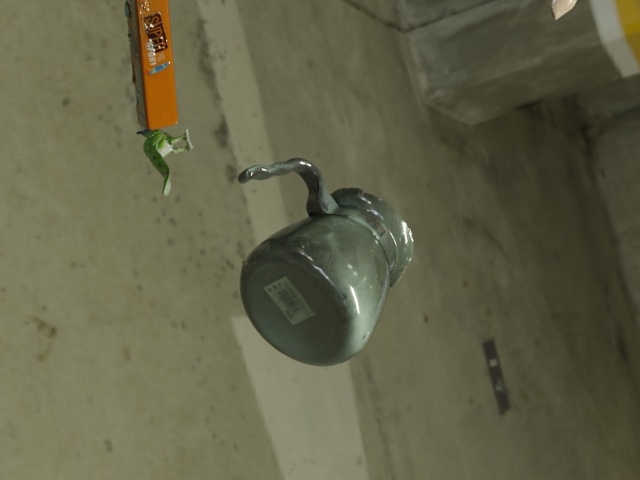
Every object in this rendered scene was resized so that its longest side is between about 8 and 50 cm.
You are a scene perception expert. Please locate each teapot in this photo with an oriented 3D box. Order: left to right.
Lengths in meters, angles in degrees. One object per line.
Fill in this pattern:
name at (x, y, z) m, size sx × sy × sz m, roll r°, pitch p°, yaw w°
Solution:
teapot at (-0.003, 0.019, 1.620) m, size 0.285 × 0.305 × 0.223 m, roll -44°, pitch 162°, yaw -46°

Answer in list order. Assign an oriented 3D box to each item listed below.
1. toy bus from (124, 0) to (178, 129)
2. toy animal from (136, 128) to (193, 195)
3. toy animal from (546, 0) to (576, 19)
toy bus at (-0.392, -0.445, 2.323) m, size 0.092 × 0.093 × 0.408 m, roll 46°, pitch -36°, yaw 49°
toy animal at (-0.227, -0.132, 1.530) m, size 0.217 × 0.075 × 0.041 m, roll -123°, pitch -165°, yaw -53°
toy animal at (0.340, -0.489, 1.550) m, size 0.250 × 0.166 × 0.154 m, roll 38°, pitch 47°, yaw -5°
